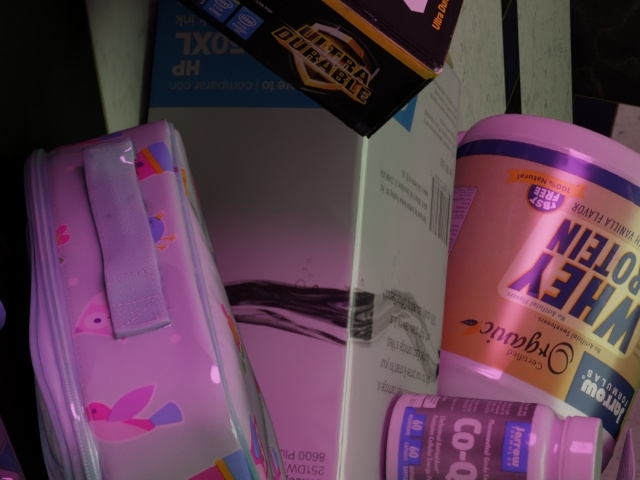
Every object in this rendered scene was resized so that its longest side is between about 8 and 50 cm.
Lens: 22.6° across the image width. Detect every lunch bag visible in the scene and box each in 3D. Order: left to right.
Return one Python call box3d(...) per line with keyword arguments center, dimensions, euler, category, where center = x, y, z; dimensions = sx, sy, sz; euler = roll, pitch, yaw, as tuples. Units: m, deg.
box3d(center=(-0.091, 0.074, 0.856), dimensions=(0.279, 0.107, 0.224), euler=(-111, -176, -52), category="lunch bag")

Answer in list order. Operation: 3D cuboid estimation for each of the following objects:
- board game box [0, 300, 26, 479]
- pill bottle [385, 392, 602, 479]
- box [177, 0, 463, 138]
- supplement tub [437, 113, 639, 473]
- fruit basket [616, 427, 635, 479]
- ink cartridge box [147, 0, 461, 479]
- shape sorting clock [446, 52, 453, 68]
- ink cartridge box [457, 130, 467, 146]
box3d(center=(-0.199, 0.245, 0.739), dimensions=(0.390, 0.050, 0.390), euler=(-71, 158, -46), category="board game box")
box3d(center=(0.118, 0.146, 1.076), dimensions=(0.078, 0.137, 0.078), euler=(3, 90, -75), category="pill bottle")
box3d(center=(-0.016, -0.247, 0.988), dimensions=(0.257, 0.079, 0.322), euler=(37, 41, -15), category="box")
box3d(center=(0.173, 0.076, 1.387), dimensions=(0.316, 0.228, 0.228), euler=(-66, 159, -13), category="supplement tub")
box3d(center=(0.214, 0.358, 1.218), dimensions=(0.327, 0.165, 0.353), euler=(-46, 151, -75), category="fruit basket")
box3d(center=(-0.013, 0.039, 1.158), dimensions=(0.285, 0.166, 0.395), euler=(31, 62, -72), category="ink cartridge box")
box3d(center=(0.052, -0.225, 1.293), dimensions=(0.206, 0.040, 0.206), euler=(57, 3, -4), category="shape sorting clock")
box3d(center=(0.129, 0.052, 1.668), dimensions=(0.197, 0.114, 0.273), euler=(-64, 139, -55), category="ink cartridge box")
